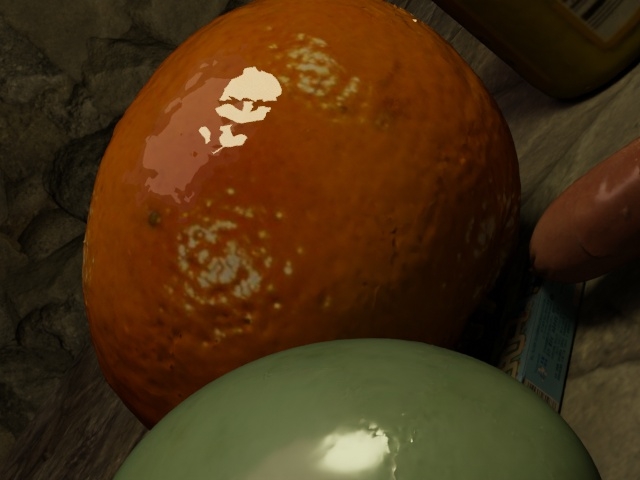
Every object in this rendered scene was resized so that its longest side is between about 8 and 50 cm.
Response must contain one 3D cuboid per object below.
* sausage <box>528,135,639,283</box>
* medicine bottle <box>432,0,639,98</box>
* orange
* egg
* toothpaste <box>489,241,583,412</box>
[{"bbox_3d":[0.306,-0.088,0.732,0.433,0.088,0.088,-41,21,31],"label":"sausage"},{"bbox_3d":[0.178,-0.340,1.087,0.224,0.384,0.224,-49,17,21],"label":"medicine bottle"},{"bbox_3d":[0.000,0.000,0.918,0.424,0.326,0.423,-43,-35,-40],"label":"orange"},{"bbox_3d":[0.003,0.205,0.646,0.389,0.276,0.276,-39,22,42],"label":"egg"},{"bbox_3d":[0.167,0.080,0.862,0.070,0.044,0.193,-35,24,46],"label":"toothpaste"}]
